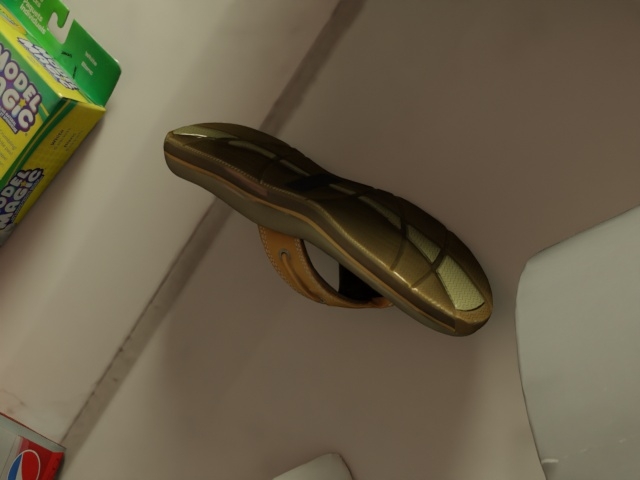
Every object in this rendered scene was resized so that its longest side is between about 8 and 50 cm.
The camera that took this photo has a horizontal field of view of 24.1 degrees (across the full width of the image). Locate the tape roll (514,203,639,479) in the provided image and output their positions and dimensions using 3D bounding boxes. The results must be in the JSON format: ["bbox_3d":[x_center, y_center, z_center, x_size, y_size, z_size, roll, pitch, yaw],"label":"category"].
[{"bbox_3d":[0.149,0.088,0.492,0.072,0.219,0.219,-27,74,22],"label":"tape roll"}]

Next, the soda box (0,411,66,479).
[{"bbox_3d":[-0.268,0.102,0.774,0.263,0.083,0.092,14,74,29],"label":"soda box"}]

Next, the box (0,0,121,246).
[{"bbox_3d":[-0.188,-0.054,0.781,0.105,0.043,0.179,46,104,23],"label":"box"}]

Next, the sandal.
[{"bbox_3d":[0.000,0.000,0.666,0.180,0.072,0.049,29,114,28],"label":"sandal"}]

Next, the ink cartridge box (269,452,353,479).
[{"bbox_3d":[-0.096,0.317,0.696,0.385,0.091,0.308,-26,73,6],"label":"ink cartridge box"}]
